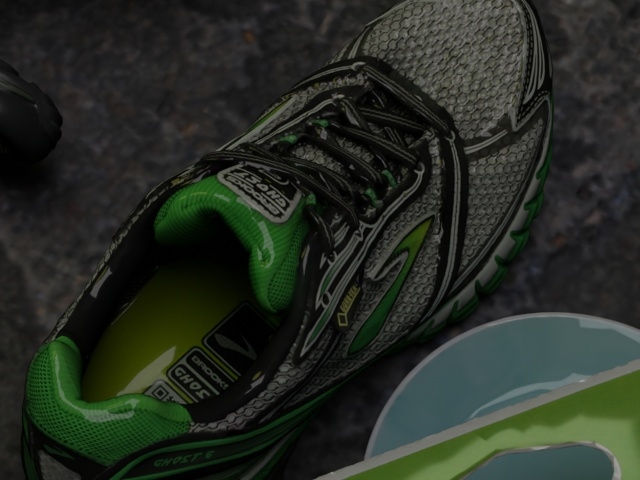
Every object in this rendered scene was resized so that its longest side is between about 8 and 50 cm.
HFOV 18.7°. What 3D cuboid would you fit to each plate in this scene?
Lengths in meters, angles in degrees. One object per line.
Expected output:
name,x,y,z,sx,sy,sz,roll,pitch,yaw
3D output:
plate,0.111,0.120,0.870,0.188,0.024,0.188,1,62,-2

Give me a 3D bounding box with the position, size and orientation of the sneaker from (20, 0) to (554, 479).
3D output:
sneaker,0.000,0.000,0.860,0.134,0.146,0.343,32,64,14

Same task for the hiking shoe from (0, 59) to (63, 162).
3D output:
hiking shoe,-0.236,-0.039,0.915,0.227,0.086,0.114,5,75,6

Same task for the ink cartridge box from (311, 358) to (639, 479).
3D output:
ink cartridge box,0.114,0.196,0.774,0.189,0.097,0.255,-19,66,-8
